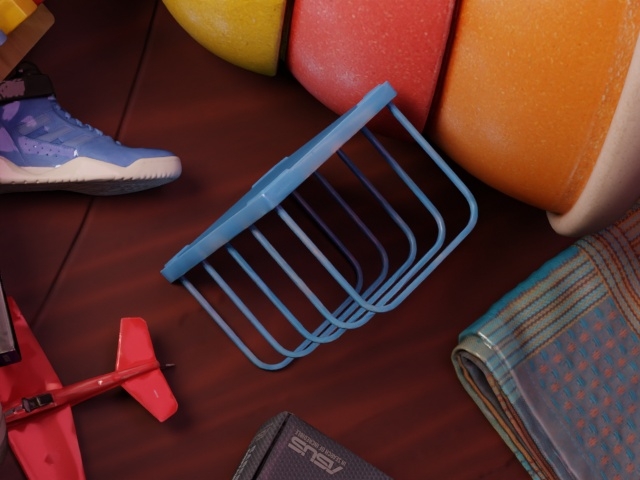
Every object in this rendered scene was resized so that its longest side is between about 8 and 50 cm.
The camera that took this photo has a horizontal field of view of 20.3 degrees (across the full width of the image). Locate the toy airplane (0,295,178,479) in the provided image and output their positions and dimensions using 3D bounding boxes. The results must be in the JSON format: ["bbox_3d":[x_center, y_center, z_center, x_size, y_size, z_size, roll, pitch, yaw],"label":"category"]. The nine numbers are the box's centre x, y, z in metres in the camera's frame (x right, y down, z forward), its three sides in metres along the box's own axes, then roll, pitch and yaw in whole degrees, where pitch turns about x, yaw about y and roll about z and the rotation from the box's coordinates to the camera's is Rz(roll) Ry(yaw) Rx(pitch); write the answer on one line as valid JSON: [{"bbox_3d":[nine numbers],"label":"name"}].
[{"bbox_3d":[-0.152,0.097,1.098,0.151,0.028,0.151,8,67,-20],"label":"toy airplane"}]

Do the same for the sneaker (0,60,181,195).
[{"bbox_3d":[-0.164,-0.074,1.138,0.152,0.058,0.084,-2,81,-17],"label":"sneaker"}]

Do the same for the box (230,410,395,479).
[{"bbox_3d":[0.024,0.244,1.103,0.232,0.059,0.183,34,63,-8],"label":"box"}]

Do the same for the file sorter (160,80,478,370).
[{"bbox_3d":[0.000,0.000,1.122,0.104,0.170,0.118,50,60,-5],"label":"file sorter"}]

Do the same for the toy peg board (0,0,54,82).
[{"bbox_3d":[-0.220,-0.176,1.058,0.161,0.079,0.160,47,27,-14],"label":"toy peg board"}]

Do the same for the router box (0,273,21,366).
[{"bbox_3d":[-0.261,0.000,1.054,0.133,0.046,0.179,-14,77,-7],"label":"router box"}]

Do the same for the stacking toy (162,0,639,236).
[{"bbox_3d":[0.008,-0.215,1.166,0.480,0.350,0.350,12,66,-2],"label":"stacking toy"}]

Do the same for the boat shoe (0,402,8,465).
[{"bbox_3d":[-0.316,0.050,0.939,0.320,0.103,0.118,14,33,14],"label":"boat shoe"}]

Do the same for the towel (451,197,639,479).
[{"bbox_3d":[0.292,0.088,1.291,0.370,0.040,0.271,-34,88,-30],"label":"towel"}]
